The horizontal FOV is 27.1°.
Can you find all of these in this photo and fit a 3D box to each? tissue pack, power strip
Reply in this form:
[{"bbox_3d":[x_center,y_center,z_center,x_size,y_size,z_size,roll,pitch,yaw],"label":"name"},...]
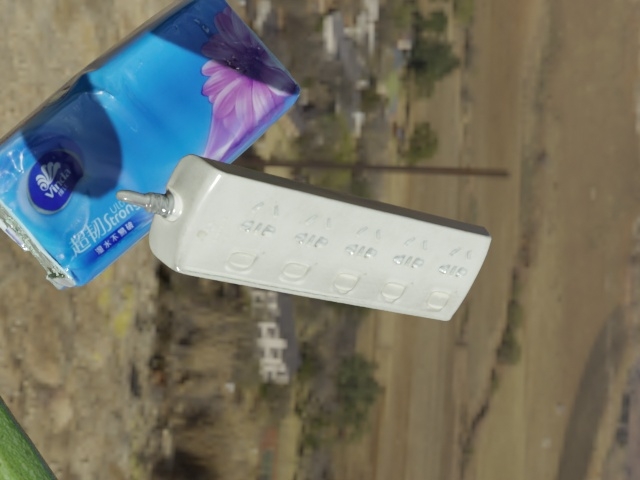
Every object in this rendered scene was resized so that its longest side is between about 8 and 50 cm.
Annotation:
[{"bbox_3d":[-0.173,-0.088,1.188,0.263,0.146,0.198,-43,-171,-14],"label":"tissue pack"},{"bbox_3d":[0.000,0.000,0.745,0.253,0.027,0.060,12,112,-36],"label":"power strip"}]

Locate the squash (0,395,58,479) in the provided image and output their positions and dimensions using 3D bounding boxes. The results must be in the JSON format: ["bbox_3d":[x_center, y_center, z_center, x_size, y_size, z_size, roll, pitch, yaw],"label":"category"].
[{"bbox_3d":[-0.160,0.093,0.568,0.219,0.068,0.077,60,1,-16],"label":"squash"}]
